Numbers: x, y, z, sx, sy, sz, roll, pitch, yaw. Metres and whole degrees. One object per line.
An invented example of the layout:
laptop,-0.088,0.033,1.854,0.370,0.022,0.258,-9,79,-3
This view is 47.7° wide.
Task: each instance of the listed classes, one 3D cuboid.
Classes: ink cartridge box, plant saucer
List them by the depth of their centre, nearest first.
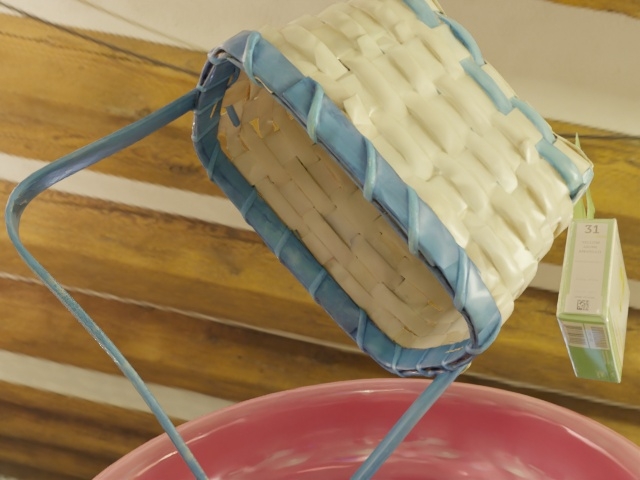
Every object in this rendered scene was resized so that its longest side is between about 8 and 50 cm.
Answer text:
plant saucer,0.021,0.174,0.372,0.331,0.332,0.084,-2,-76,21
ink cartridge box,0.316,0.020,0.822,0.056,0.235,0.171,2,-30,29

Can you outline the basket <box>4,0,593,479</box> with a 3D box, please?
basket,0.000,0.000,0.442,0.255,0.289,0.201,51,-24,6
